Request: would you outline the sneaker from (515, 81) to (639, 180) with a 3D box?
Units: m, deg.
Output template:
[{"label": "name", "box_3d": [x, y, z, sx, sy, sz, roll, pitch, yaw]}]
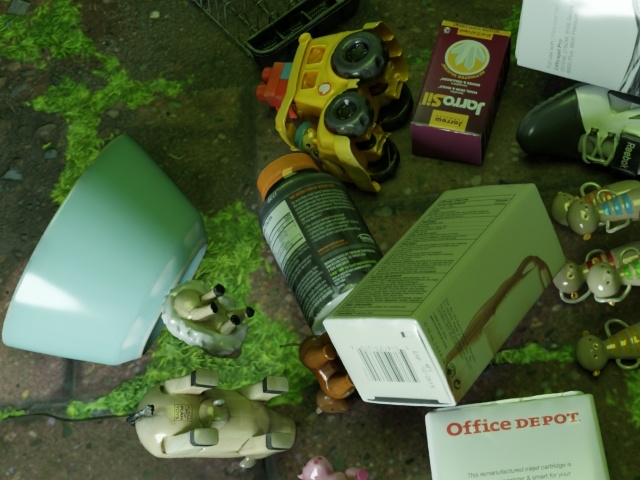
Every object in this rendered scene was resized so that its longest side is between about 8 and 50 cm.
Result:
[{"label": "sneaker", "box_3d": [0.435, -0.139, 1.771, 0.331, 0.122, 0.146, -8, 58, 3]}]

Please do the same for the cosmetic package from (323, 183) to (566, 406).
[{"label": "cosmetic package", "box_3d": [0.159, 0.062, 1.609, 0.153, 0.129, 0.296, -4, 31, 45]}]

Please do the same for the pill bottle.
[{"label": "pill bottle", "box_3d": [0.000, 0.000, 1.741, 0.130, 0.130, 0.245, -23, 60, -7]}]

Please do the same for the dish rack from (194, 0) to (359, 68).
[{"label": "dish rack", "box_3d": [-0.087, -0.394, 2.012, 0.208, 0.074, 0.271, -36, 62, -14]}]

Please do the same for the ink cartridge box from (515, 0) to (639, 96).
[{"label": "ink cartridge box", "box_3d": [0.495, -0.315, 1.743, 0.395, 0.166, 0.285, 18, 42, 21]}]

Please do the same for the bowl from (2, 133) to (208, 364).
[{"label": "bowl", "box_3d": [-0.257, 0.037, 1.684, 0.163, 0.311, 0.311, 30, 67, 0]}]

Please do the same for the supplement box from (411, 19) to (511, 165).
[{"label": "supplement box", "box_3d": [0.201, -0.210, 1.866, 0.104, 0.081, 0.188, 12, 63, 13]}]

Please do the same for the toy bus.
[{"label": "toy bus", "box_3d": [0.006, -0.187, 1.852, 0.211, 0.149, 0.220, 1, 62, 23]}]

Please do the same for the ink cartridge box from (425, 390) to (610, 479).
[{"label": "ink cartridge box", "box_3d": [0.239, 0.334, 1.527, 0.201, 0.117, 0.278, -7, 60, 3]}]

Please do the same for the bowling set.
[{"label": "bowling set", "box_3d": [0.371, 0.002, 1.662, 0.154, 0.200, 0.287, -13, 56, 1]}]

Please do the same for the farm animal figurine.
[{"label": "farm animal figurine", "box_3d": [-0.088, 0.250, 1.579, 0.327, 0.172, 0.330, 27, 59, -25]}]
